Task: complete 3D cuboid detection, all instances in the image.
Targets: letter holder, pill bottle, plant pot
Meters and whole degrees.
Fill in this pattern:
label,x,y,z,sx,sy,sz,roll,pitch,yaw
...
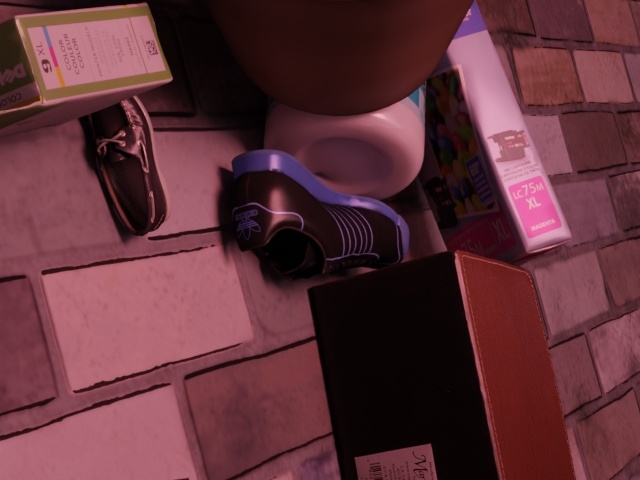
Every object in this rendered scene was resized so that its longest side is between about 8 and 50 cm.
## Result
label,x,y,z,sx,sy,sz,roll,pitch,yaw
letter holder,0.129,0.178,1.365,0.214,0.152,0.302,10,67,-61
pill bottle,0.027,-0.176,1.367,0.146,0.146,0.264,41,42,-45
plant pot,0.012,-0.256,1.165,0.280,0.323,0.323,92,2,-57

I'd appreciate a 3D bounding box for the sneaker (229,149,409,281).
label,x,y,z,sx,sy,sz,roll,pitch,yaw
sneaker,0.000,0.000,1.306,0.232,0.081,0.090,25,57,-46

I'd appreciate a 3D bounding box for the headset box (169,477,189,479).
label,x,y,z,sx,sy,sz,roll,pitch,yaw
headset box,-0.117,0.196,0.983,0.032,0.083,0.062,5,70,-59

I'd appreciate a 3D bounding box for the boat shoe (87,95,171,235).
label,x,y,z,sx,sy,sz,roll,pitch,yaw
boat shoe,-0.150,-0.063,1.104,0.038,0.046,0.125,-49,127,-63

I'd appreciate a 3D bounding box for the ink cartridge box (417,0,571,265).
label,x,y,z,sx,sy,sz,roll,pitch,yaw
ink cartridge box,0.141,-0.117,1.491,0.065,0.186,0.311,-16,82,-18

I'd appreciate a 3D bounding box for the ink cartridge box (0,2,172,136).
label,x,y,z,sx,sy,sz,roll,pitch,yaw
ink cartridge box,-0.202,-0.107,0.965,0.209,0.109,0.062,-25,98,-61
